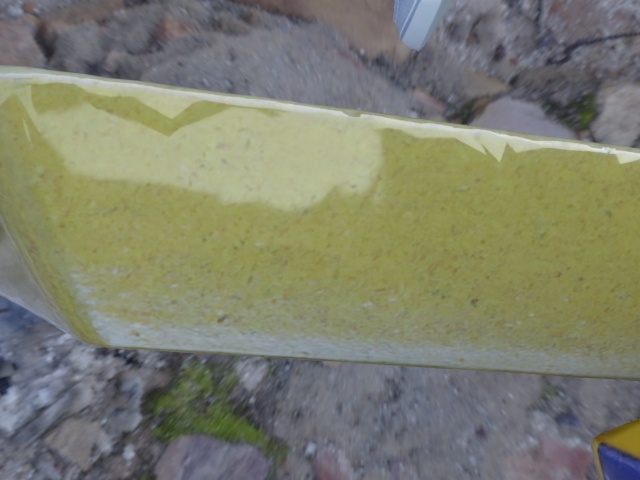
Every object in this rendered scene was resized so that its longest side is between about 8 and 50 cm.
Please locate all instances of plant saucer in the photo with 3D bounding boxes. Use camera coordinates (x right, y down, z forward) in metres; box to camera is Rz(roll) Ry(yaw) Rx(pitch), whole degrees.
[{"bbox_3d":[0.000,0.000,0.556,0.333,0.333,0.081,6,89,-21],"label":"plant saucer"}]

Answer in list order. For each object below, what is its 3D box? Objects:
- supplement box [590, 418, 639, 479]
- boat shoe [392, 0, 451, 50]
[{"bbox_3d":[0.240,0.213,0.393,0.195,0.194,0.356,-15,92,-9],"label":"supplement box"},{"bbox_3d":[0.080,-0.247,1.023,0.081,0.227,0.079,26,49,10],"label":"boat shoe"}]
